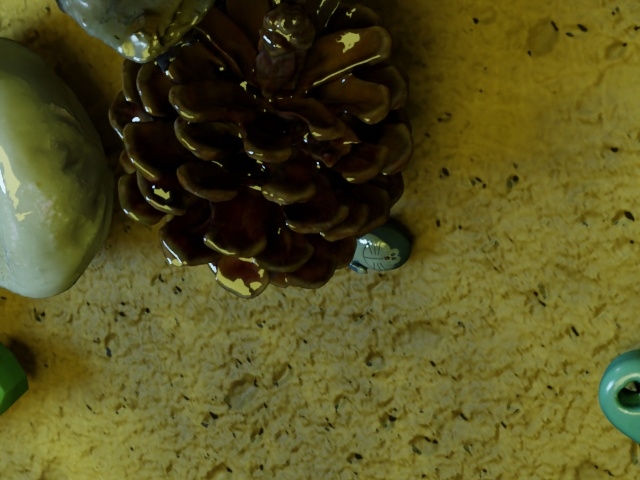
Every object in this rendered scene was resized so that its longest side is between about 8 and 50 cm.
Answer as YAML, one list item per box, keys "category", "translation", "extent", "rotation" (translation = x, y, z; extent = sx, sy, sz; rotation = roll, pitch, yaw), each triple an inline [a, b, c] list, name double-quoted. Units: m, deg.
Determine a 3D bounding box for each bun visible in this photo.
- category: "bun"
  translation: [-0.197, -0.055, 1.247]
  extent: [0.183, 0.102, 0.183]
  rotation: [42, 145, 40]

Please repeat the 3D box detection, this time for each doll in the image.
- category: "doll"
  translation: [0.000, 0.000, 1.222]
  extent: [0.125, 0.027, 0.037]
  rotation: [4, 133, 22]

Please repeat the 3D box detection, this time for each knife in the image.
- category: "knife"
  translation: [0.285, 0.156, 1.163]
  extent: [0.260, 0.034, 0.063]
  rotation: [38, 112, -1]

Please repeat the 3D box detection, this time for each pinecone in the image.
- category: "pinecone"
  translation: [-0.035, -0.078, 1.123]
  extent: [0.186, 0.168, 0.212]
  rotation: [5, 136, -2]

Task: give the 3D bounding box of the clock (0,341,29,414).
- category: "clock"
  translation: [-0.360, 0.067, 1.374]
  extent: [0.255, 0.106, 0.220]
  rotation: [-26, 100, 25]

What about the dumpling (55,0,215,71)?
- category: "dumpling"
  translation: [-0.155, -0.240, 1.114]
  extent: [0.332, 0.086, 0.166]
  rotation: [37, 85, 34]
